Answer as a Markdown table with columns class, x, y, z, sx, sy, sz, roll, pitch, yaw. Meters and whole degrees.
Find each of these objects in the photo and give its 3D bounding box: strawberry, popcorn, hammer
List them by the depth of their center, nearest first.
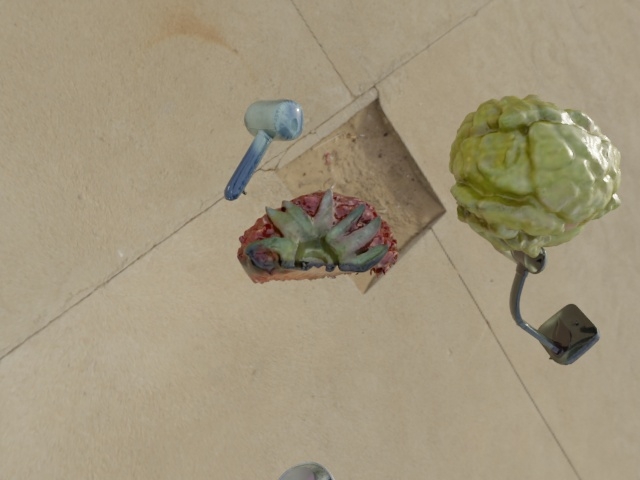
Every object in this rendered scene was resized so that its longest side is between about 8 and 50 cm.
| class | x | y | z | sx | sy | sz | roll | pitch | yaw |
| --- | --- | --- | --- | --- | --- | --- | --- | --- | --- |
| popcorn | 0.303 | -0.087 | 0.630 | 0.259 | 0.259 | 0.212 | 41 | 96 | -17 |
| strawberry | 0.000 | 0.000 | 0.692 | 0.233 | 0.306 | 0.137 | -6 | 84 | 5 |
| hammer | -0.108 | -0.150 | 0.719 | 0.069 | 0.116 | 0.194 | 36 | 78 | -43 |

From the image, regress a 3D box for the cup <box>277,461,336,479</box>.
| class | x | y | z | sx | sy | sz | roll | pitch | yaw |
| --- | --- | --- | --- | --- | --- | --- | --- | --- | --- |
| cup | -0.011 | 0.293 | 0.442 | 0.104 | 0.074 | 0.116 | -23 | 123 | 11 |

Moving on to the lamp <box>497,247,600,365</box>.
| class | x | y | z | sx | sy | sz | roll | pitch | yaw |
| --- | --- | --- | --- | --- | --- | --- | --- | --- | --- |
| lamp | 0.451 | 0.110 | 0.921 | 0.124 | 0.203 | 0.283 | -36 | 110 | 16 |
